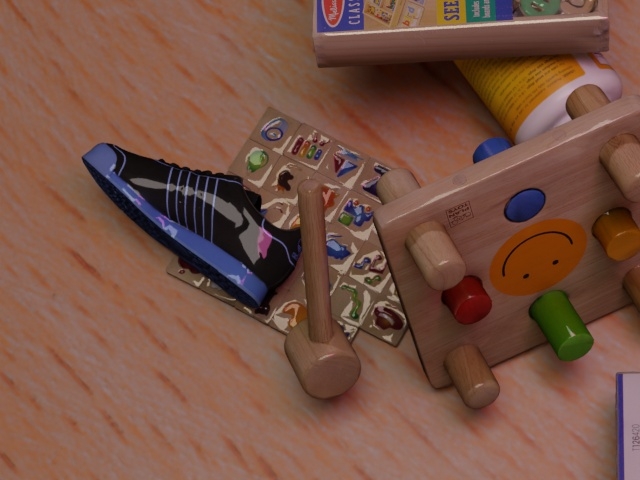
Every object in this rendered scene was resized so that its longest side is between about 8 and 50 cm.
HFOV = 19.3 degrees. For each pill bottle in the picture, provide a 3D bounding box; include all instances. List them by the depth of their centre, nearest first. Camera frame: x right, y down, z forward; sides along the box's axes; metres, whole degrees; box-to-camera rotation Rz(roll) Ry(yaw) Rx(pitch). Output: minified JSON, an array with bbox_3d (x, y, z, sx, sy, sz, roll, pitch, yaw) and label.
[{"bbox_3d":[0.206,-0.160,1.795,0.117,0.117,0.215,-32,68,-5],"label":"pill bottle"}]

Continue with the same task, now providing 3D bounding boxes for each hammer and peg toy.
[{"bbox_3d":[0.137,0.027,1.655,0.361,0.266,0.127,-23,49,-4],"label":"hammer and peg toy"}]

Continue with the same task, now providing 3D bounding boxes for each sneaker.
[{"bbox_3d":[-0.119,-0.034,1.806,0.232,0.081,0.090,38,75,12],"label":"sneaker"}]

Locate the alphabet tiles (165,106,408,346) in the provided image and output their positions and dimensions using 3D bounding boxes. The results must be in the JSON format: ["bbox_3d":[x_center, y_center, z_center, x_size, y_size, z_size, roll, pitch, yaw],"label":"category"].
[{"bbox_3d":[0.000,0.000,1.821,0.237,0.009,0.198,27,75,16],"label":"alphabet tiles"}]

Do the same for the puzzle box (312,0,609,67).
[{"bbox_3d":[0.128,-0.348,1.805,0.272,0.052,0.409,-4,58,6],"label":"puzzle box"}]

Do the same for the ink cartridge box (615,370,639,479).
[{"bbox_3d":[0.402,0.227,1.558,0.307,0.072,0.303,-6,42,14],"label":"ink cartridge box"}]
